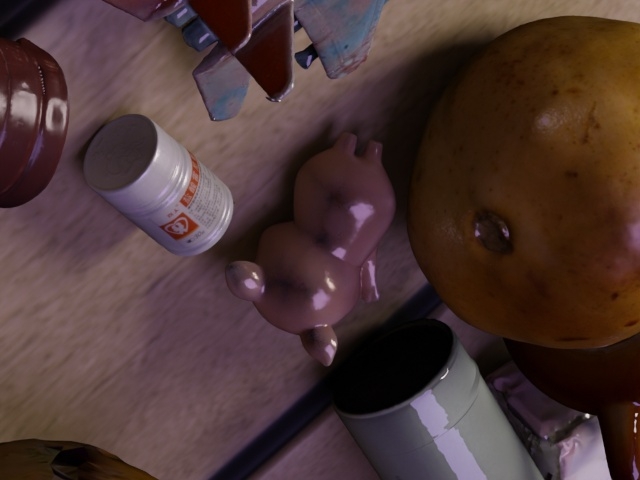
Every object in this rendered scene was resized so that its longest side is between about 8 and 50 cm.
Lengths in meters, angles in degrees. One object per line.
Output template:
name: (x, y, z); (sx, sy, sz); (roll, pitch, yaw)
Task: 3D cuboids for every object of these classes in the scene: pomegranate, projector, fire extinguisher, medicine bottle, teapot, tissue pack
pomegranate: (0.171, -0.038, 1.240); (0.233, 0.233, 0.233); (-22, 134, -25)
projector: (0.132, 0.216, 1.403); (0.108, 0.108, 0.337); (-37, 115, -10)
fire extinguisher: (-0.256, -0.082, 0.932); (0.269, 0.105, 0.105); (12, 114, -44)
medicine bottle: (-0.098, -0.033, 1.137); (0.057, 0.057, 0.089); (-47, 139, 1)
teapot: (0.229, 0.066, 1.383); (0.135, 0.178, 0.252); (22, 62, -59)
tissue pack: (0.268, 0.137, 1.530); (0.271, 0.124, 0.201); (-28, 136, -22)

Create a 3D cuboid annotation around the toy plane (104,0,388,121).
toy plane: (0.024, -0.214, 1.062); (0.326, 0.104, 0.223); (-48, 140, -4)

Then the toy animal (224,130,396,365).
toy animal: (-0.001, 0.000, 1.229); (0.150, 0.083, 0.089); (-67, 159, -1)

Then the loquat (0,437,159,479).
loquat: (-0.178, 0.258, 1.157); (0.263, 0.263, 0.263); (-22, 134, -25)
